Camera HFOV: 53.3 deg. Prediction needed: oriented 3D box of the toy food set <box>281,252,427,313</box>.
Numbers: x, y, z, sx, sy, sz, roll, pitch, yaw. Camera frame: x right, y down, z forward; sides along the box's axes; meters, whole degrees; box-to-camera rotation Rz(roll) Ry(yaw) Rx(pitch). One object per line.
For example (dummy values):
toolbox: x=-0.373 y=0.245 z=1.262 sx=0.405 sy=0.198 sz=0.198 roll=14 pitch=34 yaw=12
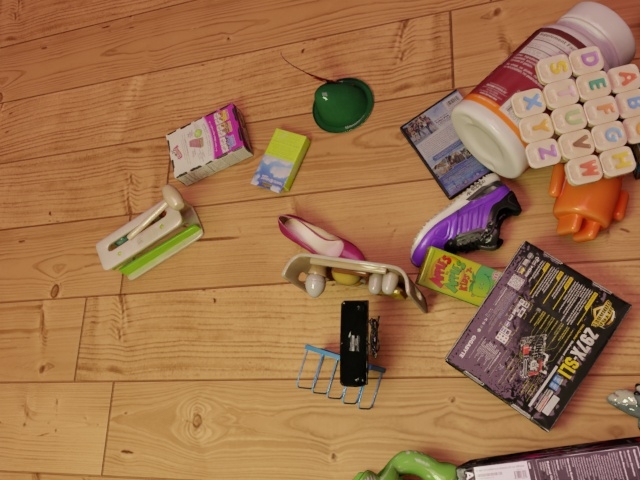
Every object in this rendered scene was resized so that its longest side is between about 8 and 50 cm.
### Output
toy food set: x=0.087 y=0.116 z=1.497 sx=0.306 sy=0.220 sz=0.093 roll=8 pitch=75 yaw=23

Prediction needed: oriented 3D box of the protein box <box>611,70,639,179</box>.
protein box: x=0.774 y=-0.273 z=1.405 sx=0.201 sy=0.136 sz=0.200 roll=-16 pitch=68 yaw=16

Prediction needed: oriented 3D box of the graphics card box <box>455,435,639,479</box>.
graphics card box: x=0.462 y=0.448 z=1.228 sx=0.370 sy=0.233 sz=0.094 roll=-16 pitch=71 yaw=17

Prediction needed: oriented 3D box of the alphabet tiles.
alphabet tiles: x=0.554 y=-0.262 z=1.341 sx=0.277 sy=0.021 sz=0.284 roll=-13 pitch=82 yaw=1

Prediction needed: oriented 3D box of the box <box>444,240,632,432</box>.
box: x=0.461 y=0.200 z=1.375 sx=0.257 sy=0.079 sz=0.322 roll=33 pitch=86 yaw=14

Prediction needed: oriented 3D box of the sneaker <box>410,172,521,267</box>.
sneaker: x=0.349 y=-0.018 z=1.505 sx=0.293 sy=0.102 sz=0.146 roll=-42 pitch=63 yaw=4

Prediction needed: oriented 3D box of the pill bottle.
pill bottle: x=0.515 y=-0.351 z=1.477 sx=0.392 sy=0.224 sz=0.224 roll=-43 pitch=62 yaw=-4

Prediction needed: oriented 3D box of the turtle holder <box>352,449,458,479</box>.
turtle holder: x=0.142 y=0.598 z=1.329 sx=0.227 sy=0.243 sz=0.320 roll=39 pitch=49 yaw=13

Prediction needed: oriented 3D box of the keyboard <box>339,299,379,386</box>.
keyboard: x=0.092 y=0.230 z=1.424 sx=0.100 sy=0.038 sz=0.192 roll=-4 pitch=81 yaw=35

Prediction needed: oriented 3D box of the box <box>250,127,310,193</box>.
box: x=-0.111 y=-0.219 z=1.788 sx=0.109 sy=0.042 sz=0.178 roll=20 pitch=80 yaw=27

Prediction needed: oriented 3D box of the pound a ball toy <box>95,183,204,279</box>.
pound a ball toy: x=-0.484 y=-0.041 z=1.782 sx=0.319 sy=0.208 sz=0.136 roll=-32 pitch=64 yaw=9

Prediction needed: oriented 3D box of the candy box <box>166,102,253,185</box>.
candy box: x=-0.328 y=-0.281 z=1.879 sx=0.233 sy=0.071 sz=0.159 roll=-22 pitch=66 yaw=13

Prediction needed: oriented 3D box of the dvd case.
dvd case: x=0.340 y=-0.248 z=1.633 sx=0.180 sy=0.022 sz=0.253 roll=-33 pitch=64 yaw=9

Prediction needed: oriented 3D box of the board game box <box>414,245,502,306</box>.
board game box: x=0.319 y=0.087 z=1.465 sx=0.181 sy=0.043 sz=0.092 roll=20 pitch=87 yaw=-2

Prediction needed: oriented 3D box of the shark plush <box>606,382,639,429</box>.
shark plush: x=0.667 y=0.360 z=1.296 sx=0.161 sy=0.073 sz=0.067 roll=42 pitch=111 yaw=7

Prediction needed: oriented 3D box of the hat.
hat: x=0.020 y=-0.405 z=1.721 sx=0.208 sy=0.183 sz=0.173 roll=-6 pitch=71 yaw=20

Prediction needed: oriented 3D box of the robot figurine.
robot figurine: x=0.600 y=-0.107 z=1.425 sx=0.158 sy=0.128 sz=0.220 roll=14 pitch=79 yaw=31

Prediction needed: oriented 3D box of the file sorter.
file sorter: x=0.047 y=0.322 z=1.501 sx=0.170 sy=0.118 sz=0.105 roll=13 pitch=81 yaw=25

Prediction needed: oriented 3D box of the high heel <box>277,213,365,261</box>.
high heel: x=0.000 y=0.000 z=1.627 sx=0.244 sy=0.117 sz=0.082 roll=32 pitch=86 yaw=27
